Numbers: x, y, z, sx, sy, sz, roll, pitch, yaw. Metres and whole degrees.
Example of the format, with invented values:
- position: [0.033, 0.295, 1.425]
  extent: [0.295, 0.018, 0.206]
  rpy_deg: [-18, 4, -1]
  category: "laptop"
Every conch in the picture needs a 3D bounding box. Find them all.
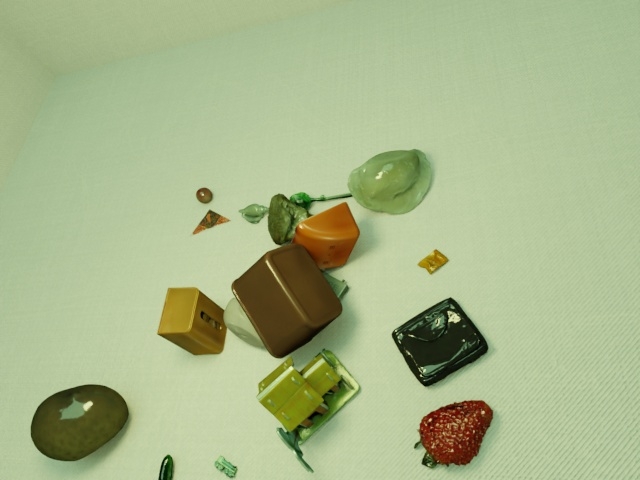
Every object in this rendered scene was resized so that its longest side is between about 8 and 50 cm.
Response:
- position: [-0.303, -0.129, 2.204]
  extent: [0.180, 0.088, 0.065]
  rpy_deg: [-7, 15, 24]
  category: "conch"

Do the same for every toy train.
- position: [-0.337, 0.807, 1.677]
  extent: [0.092, 0.029, 0.045]
  rpy_deg: [20, 54, 25]
  category: "toy train"

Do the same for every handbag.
- position: [0.410, 0.347, 1.643]
  extent: [0.275, 0.088, 0.244]
  rpy_deg: [-31, 51, 2]
  category: "handbag"

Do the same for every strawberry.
- position: [0.416, 0.597, 1.476]
  extent: [0.286, 0.106, 0.188]
  rpy_deg: [-39, 57, -6]
  category: "strawberry"

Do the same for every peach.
- position: [-0.580, -0.226, 2.347]
  extent: [0.083, 0.083, 0.083]
  rpy_deg: [-9, 58, 15]
  category: "peach"

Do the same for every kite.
- position: [-0.539, -0.107, 2.301]
  extent: [0.222, 0.008, 0.125]
  rpy_deg: [-19, 56, 9]
  category: "kite"

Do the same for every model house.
- position: [-0.032, 0.529, 1.548]
  extent: [0.300, 0.324, 0.340]
  rpy_deg: [-41, 56, -6]
  category: "model house"

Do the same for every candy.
- position: [0.019, -0.190, 2.117]
  extent: [0.323, 0.097, 0.097]
  rpy_deg: [-8, 58, 5]
  category: "candy"

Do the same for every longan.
- position: [-0.925, 0.692, 1.818]
  extent: [0.349, 0.288, 0.289]
  rpy_deg: [-21, 55, -3]
  category: "longan"

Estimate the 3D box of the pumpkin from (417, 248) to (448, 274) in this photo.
- position: [0.433, 0.079, 1.819]
  extent: [0.101, 0.035, 0.073]
  rpy_deg: [-41, 53, -4]
  category: "pumpkin"

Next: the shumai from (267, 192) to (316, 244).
- position: [-0.115, -0.086, 2.062]
  extent: [0.203, 0.222, 0.272]
  rpy_deg: [-4, 42, -25]
  category: "shumai"

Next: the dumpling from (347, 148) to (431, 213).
- position: [0.287, -0.266, 1.973]
  extent: [0.320, 0.212, 0.270]
  rpy_deg: [-16, 59, 24]
  category: "dumpling"

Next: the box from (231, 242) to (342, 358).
- position: [-0.116, 0.208, 1.719]
  extent: [0.229, 0.239, 0.340]
  rpy_deg: [-43, 75, 36]
  category: "box"

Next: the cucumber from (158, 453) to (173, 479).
- position: [-0.574, 0.920, 1.682]
  extent: [0.056, 0.056, 0.285]
  rpy_deg: [0, 66, 20]
  category: "cucumber"

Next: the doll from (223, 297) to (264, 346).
- position: [-0.245, 0.292, 1.853]
  extent: [0.250, 0.221, 0.221]
  rpy_deg: [26, 70, 2]
  category: "doll"

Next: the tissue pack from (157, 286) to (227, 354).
- position: [-0.495, 0.325, 1.868]
  extent: [0.145, 0.275, 0.195]
  rpy_deg: [-4, 60, 18]
  category: "tissue pack"

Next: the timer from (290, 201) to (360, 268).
- position: [0.000, 0.000, 1.855]
  extent: [0.249, 0.258, 0.161]
  rpy_deg: [-11, 58, -24]
  category: "timer"

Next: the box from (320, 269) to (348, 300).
- position: [-0.039, 0.200, 1.914]
  extent: [0.270, 0.045, 0.211]
  rpy_deg: [25, 71, 30]
  category: "box"
